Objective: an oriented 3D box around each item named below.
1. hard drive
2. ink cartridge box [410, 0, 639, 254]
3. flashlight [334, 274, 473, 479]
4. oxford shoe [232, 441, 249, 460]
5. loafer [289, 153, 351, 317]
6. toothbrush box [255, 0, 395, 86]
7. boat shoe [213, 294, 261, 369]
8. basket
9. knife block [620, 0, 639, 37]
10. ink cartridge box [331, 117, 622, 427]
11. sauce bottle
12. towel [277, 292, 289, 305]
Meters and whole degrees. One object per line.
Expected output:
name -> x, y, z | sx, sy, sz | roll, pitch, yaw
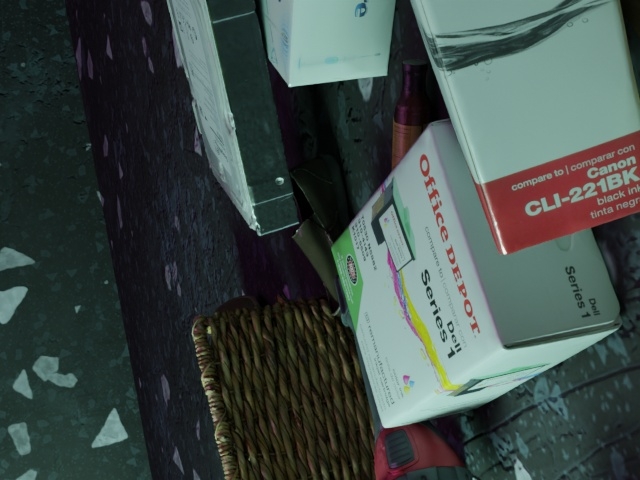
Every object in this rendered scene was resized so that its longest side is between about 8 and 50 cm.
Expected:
hard drive -> -0.118, -0.201, 1.247 | 0.237, 0.064, 0.339 | -128, 23, -57
ink cartridge box -> 0.117, -0.163, 0.663 | 0.197, 0.114, 0.273 | -95, -16, -55
flashlight -> 0.086, 0.163, 1.085 | 0.103, 0.103, 0.304 | 116, 150, -47
oxford shoe -> -0.059, 0.314, 1.608 | 0.096, 0.083, 0.227 | 52, 150, 5
loafer -> 0.000, 0.000, 1.293 | 0.080, 0.078, 0.220 | 133, 126, -65
toothbrush box -> -0.025, -0.340, 1.157 | 0.295, 0.126, 0.216 | -123, 30, -46
boat shoe -> -0.102, 0.196, 1.600 | 0.302, 0.113, 0.103 | -105, -5, -65
basket -> -0.055, 0.244, 1.336 | 0.213, 0.223, 0.299 | 125, 132, -61
knife block -> 0.231, -0.157, 0.609 | 0.242, 0.088, 0.276 | -154, 57, -66
ink cartridge box -> 0.124, 0.035, 0.924 | 0.278, 0.117, 0.201 | 127, 131, -62
sauce bottle -> 0.096, -0.121, 1.049 | 0.042, 0.042, 0.128 | -138, 46, -59
towel -> -0.055, 0.127, 1.589 | 0.060, 0.009, 0.083 | -139, 45, -59
